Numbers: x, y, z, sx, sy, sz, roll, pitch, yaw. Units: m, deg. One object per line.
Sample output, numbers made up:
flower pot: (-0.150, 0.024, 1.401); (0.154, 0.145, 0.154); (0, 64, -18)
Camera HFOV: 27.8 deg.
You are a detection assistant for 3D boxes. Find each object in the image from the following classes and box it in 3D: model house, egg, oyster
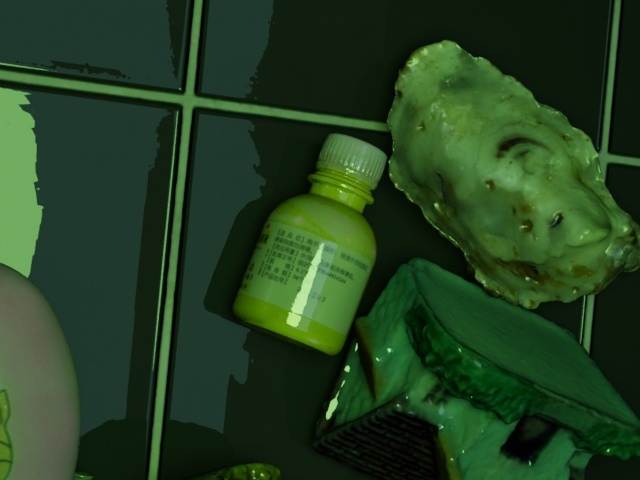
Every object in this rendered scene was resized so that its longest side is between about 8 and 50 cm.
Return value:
model house: (0.137, 0.196, 1.329); (0.280, 0.230, 0.249); (26, 107, -24)
egg: (-0.309, 0.145, 1.162); (0.196, 0.196, 0.271); (-30, 106, -18)
oyster: (0.211, -0.031, 1.398); (0.396, 0.111, 0.204); (38, 77, -18)

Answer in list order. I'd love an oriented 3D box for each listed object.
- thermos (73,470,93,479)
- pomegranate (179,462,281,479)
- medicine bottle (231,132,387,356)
thermos: (-0.251, 0.337, 1.243); (0.124, 0.099, 0.232); (20, 81, -55)
pomegranate: (-0.092, 0.392, 1.200); (0.310, 0.216, 0.359); (42, 40, -44)
medicine bottle: (0.000, 0.000, 1.313); (0.121, 0.122, 0.213); (23, 82, -20)
